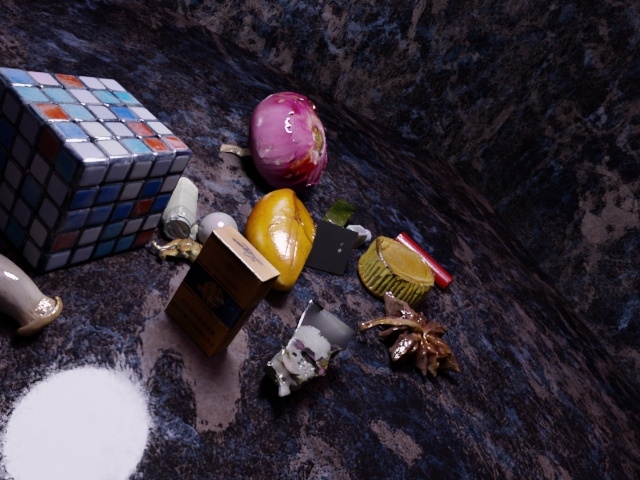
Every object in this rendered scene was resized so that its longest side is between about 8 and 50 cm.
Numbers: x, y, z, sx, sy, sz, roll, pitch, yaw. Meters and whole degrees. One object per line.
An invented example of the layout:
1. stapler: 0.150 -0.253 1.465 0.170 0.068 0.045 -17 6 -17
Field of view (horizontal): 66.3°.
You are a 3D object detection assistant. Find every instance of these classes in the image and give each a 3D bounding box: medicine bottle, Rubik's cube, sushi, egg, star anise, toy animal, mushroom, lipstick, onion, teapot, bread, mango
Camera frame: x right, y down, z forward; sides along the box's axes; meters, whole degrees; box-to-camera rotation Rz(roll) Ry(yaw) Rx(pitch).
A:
1. medicine bottle: 0.130 -0.014 1.771 0.118 0.074 0.055 -2 45 -52
2. Rubik's cube: -0.506 -0.152 1.029 0.292 0.293 0.287 41 27 13
3. sushi: -0.045 0.272 1.106 0.134 0.109 0.273 39 41 -1
4. egg: -0.269 -0.023 1.291 0.103 0.103 0.135 34 7 -4
5. star anise: 0.273 0.278 1.437 0.350 0.109 0.292 32 22 -5
6. toy animal: -0.299 0.048 1.212 0.241 0.056 0.099 27 21 -13
7. mushroom: -0.547 0.079 0.837 0.212 0.088 0.097 36 -6 -12
8. lipstick: 0.403 0.081 1.942 0.279 0.073 0.073 45 28 18
9. onion: -0.128 -0.349 1.782 0.358 0.358 0.345 7 -3 -44
10. teapot: -0.365 -0.072 1.307 0.107 0.077 0.200 55 13 -36
11. bread: 0.254 0.109 1.650 0.253 0.142 0.227 29 26 -20
12. mango: -0.111 0.007 1.370 0.199 0.201 0.350 -4 41 3

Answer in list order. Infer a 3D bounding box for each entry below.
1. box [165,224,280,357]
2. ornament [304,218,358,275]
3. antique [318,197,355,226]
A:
1. box: -0.207 0.107 1.012 0.152 0.237 0.070 43 24 14
2. ornament: 0.000 0.000 1.608 0.166 0.153 0.196 19 8 -31
3. antique: 0.053 -0.076 1.780 0.081 0.080 0.221 36 28 2
